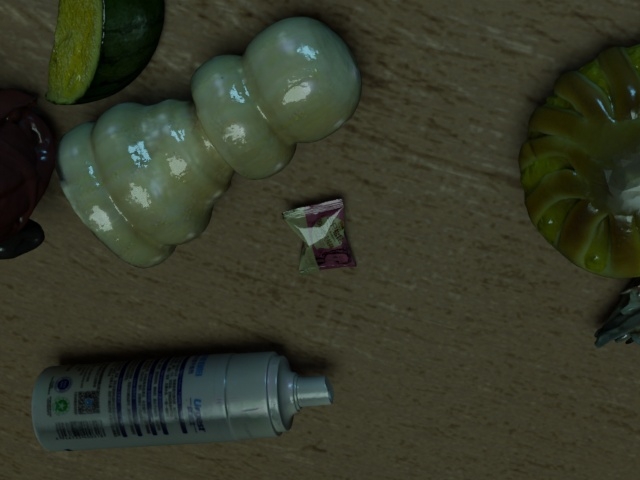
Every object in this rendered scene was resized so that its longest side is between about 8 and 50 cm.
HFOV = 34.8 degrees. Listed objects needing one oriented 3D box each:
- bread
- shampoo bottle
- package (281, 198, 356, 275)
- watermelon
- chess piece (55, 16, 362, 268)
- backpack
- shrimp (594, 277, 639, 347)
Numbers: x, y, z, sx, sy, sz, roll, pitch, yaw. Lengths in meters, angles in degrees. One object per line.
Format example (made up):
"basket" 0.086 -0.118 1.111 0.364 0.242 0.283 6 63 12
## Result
"bread" 0.265 -0.064 0.835 0.213 0.104 0.213 7 105 26
"shampoo bottle" -0.138 0.163 1.049 0.303 0.092 0.092 -6 118 10
"package" 0.000 0.000 0.973 0.059 0.029 0.083 -11 128 6
"watermelon" -0.180 -0.191 0.889 0.092 0.075 0.182 39 127 38
"chess piece" -0.087 -0.096 0.879 0.261 0.143 0.143 -31 111 18
"backpack" -0.343 -0.060 0.879 0.229 0.229 0.139 24 116 -6
"shrimp" 0.340 -0.020 0.900 0.164 0.062 0.317 42 115 -3
